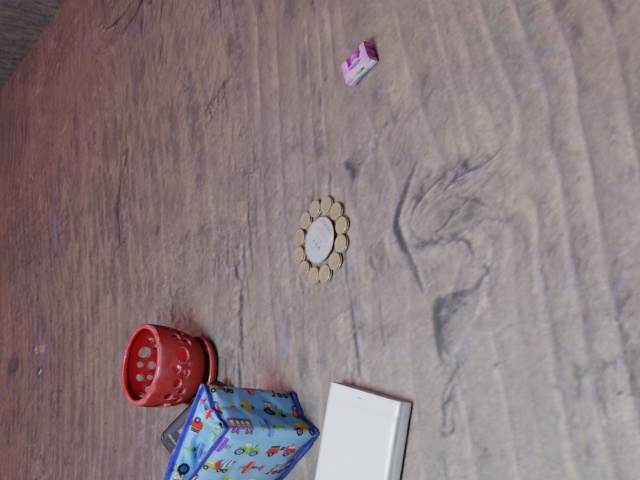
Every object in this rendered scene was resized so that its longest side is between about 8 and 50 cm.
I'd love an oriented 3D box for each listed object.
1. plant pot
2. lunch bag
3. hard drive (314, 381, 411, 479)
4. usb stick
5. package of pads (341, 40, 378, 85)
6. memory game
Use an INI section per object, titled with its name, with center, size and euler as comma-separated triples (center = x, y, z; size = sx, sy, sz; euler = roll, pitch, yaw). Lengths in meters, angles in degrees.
[plant pot]
center = -0.348, 0.297, 2.124
size = 0.191, 0.174, 0.191
euler = -19, 66, 51
[lunch bag]
center = -0.176, 0.445, 1.807
size = 0.293, 0.221, 0.138
euler = -62, 38, 21
[hard drive]
center = 0.064, 0.426, 1.639
size = 0.203, 0.040, 0.307
euler = 5, 84, 54
[usb stick]
center = -0.285, 0.415, 2.099
size = 0.077, 0.045, 0.278
euler = 44, 127, 1
[package of pads]
center = 0.078, -0.360, 1.846
size = 0.083, 0.032, 0.050
euler = -43, 50, 39
[memory game]
center = 0.000, 0.000, 1.869
size = 0.186, 0.012, 0.186
euler = -20, 64, 50
